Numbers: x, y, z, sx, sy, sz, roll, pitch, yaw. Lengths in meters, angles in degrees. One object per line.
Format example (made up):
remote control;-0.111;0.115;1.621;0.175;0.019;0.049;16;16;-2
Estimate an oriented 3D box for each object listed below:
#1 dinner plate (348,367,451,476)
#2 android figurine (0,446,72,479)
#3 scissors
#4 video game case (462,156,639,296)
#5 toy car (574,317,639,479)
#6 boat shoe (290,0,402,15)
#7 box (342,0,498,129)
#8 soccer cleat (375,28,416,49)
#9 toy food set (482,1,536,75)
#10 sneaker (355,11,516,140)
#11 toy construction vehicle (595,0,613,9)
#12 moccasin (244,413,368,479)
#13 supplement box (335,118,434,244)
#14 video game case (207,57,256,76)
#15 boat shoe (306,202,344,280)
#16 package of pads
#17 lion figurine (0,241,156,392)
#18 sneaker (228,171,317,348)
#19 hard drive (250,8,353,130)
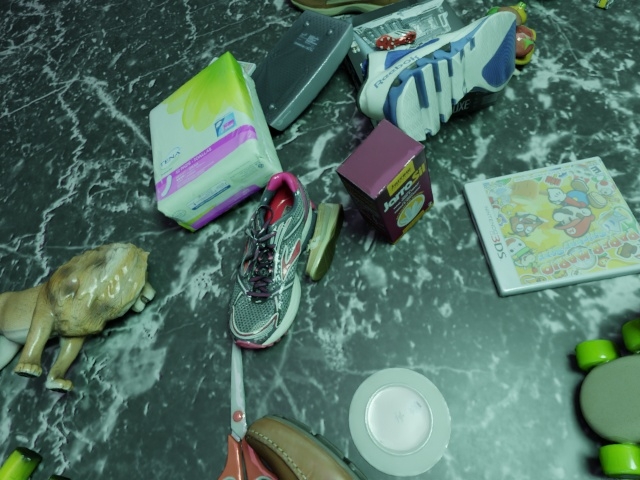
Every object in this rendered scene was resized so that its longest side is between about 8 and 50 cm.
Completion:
dinner plate;0.108;0.248;0.588;0.141;0.017;0.141;-4;61;8
android figurine;-0.466;0.446;0.579;0.248;0.056;0.273;18;66;20
scissors;-0.127;0.279;0.617;0.109;0.021;0.297;-26;61;-1
video game case;0.370;-0.027;0.676;0.226;0.026;0.207;-11;60;6
toy car;0.433;0.200;0.500;0.188;0.149;0.155;15;55;-9
boat shoe;0.072;-0.624;1.014;0.323;0.120;0.123;13;65;18
box;0.185;-0.369;0.875;0.242;0.076;0.308;-17;59;2
soccer cleat;0.148;-0.403;0.841;0.083;0.029;0.036;-13;50;1
toy food set;0.371;-0.408;0.817;0.128;0.071;0.218;33;49;3
sneaker;0.171;-0.284;0.701;0.315;0.128;0.182;-36;41;-24
toy construction vehicle;0.602;-0.548;0.907;0.086;0.035;0.098;37;74;27
moccasin;0.027;0.368;0.472;0.147;0.139;0.380;-32;68;-25
supplement box;0.108;-0.082;0.659;0.104;0.188;0.081;-46;63;-2
video game case;-0.226;-0.401;1.019;0.122;0.011;0.087;17;67;21
boat shoe;0.000;-0.002;0.725;0.048;0.056;0.153;9;61;18
package of pads;-0.216;-0.189;0.819;0.229;0.101;0.297;-29;57;17
lion figurine;-0.479;0.131;0.710;0.391;0.142;0.240;-9;53;12
sneaker;-0.090;0.027;0.697;0.120;0.112;0.299;4;63;14
hard drive;-0.054;-0.356;0.889;0.255;0.054;0.172;-51;52;2
